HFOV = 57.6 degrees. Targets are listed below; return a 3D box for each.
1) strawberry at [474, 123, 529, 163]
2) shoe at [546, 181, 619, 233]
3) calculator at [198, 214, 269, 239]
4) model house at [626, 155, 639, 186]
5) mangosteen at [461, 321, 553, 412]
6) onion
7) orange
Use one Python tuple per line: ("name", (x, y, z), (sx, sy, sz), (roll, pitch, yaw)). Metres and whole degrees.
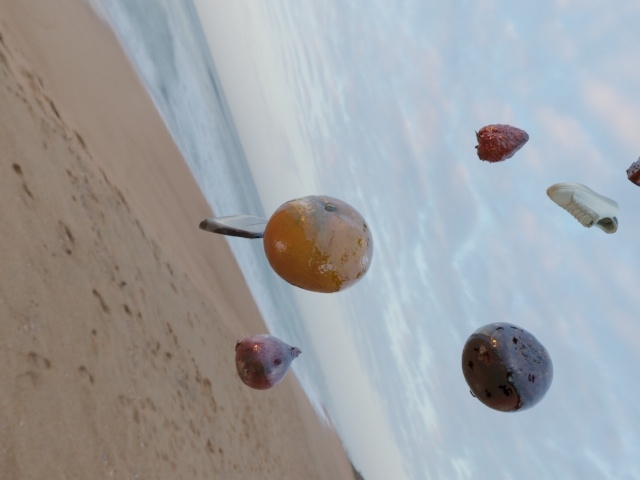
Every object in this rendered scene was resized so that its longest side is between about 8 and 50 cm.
("strawberry", (0.542, -0.299, 1.765), (0.148, 0.131, 0.131), (-26, -99, 55))
("shoe", (0.845, -0.100, 1.857), (0.095, 0.265, 0.110), (127, -26, -58))
("calculator", (-0.210, -0.035, 1.641), (0.268, 0.177, 0.040), (15, -72, 39))
("model house", (0.888, -0.213, 1.357), (0.196, 0.160, 0.254), (36, -39, 11))
("mangosteen", (0.462, 0.338, 1.512), (0.261, 0.235, 0.235), (-53, -130, 50))
("onion", (-0.143, 0.337, 1.650), (0.159, 0.195, 0.159), (20, -67, 55))
("orange", (0.000, 0.000, 1.192), (0.240, 0.240, 0.171), (-115, -143, -57))
